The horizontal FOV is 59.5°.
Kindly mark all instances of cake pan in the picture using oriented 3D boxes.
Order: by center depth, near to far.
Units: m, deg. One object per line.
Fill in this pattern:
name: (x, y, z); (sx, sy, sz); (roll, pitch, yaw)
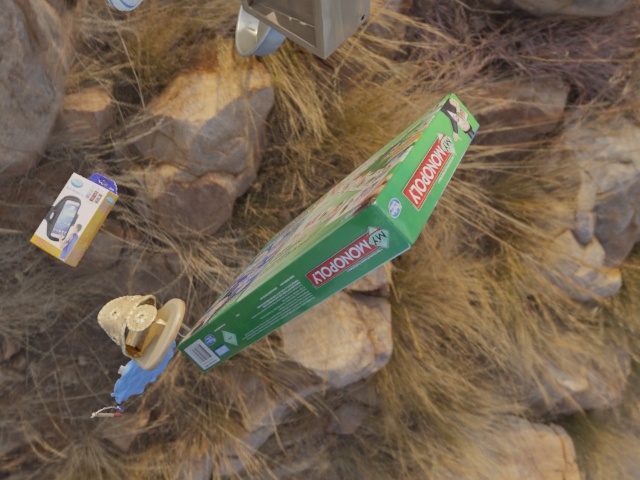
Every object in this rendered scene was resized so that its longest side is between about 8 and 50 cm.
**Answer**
cake pan: (-0.108, -0.550, 1.264); (0.054, 0.293, 0.293); (14, 109, -30)

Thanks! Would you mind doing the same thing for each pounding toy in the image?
pounding toy: (-0.040, -0.322, 0.559); (0.094, 0.181, 0.206); (-48, 161, -17)

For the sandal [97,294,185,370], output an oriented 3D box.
sandal: (-0.240, 0.108, 0.698); (0.079, 0.240, 0.088); (24, 70, -20)

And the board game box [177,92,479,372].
board game box: (0.000, 0.000, 0.562); (0.046, 0.213, 0.317); (47, 133, -8)

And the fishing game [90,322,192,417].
fishing game: (-0.396, 0.281, 1.244); (0.264, 0.041, 0.189); (-51, 166, -10)

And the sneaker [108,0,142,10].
sneaker: (-0.285, -0.390, 0.757); (0.091, 0.126, 0.240); (28, 146, -8)

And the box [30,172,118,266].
box: (-0.357, -0.039, 0.822); (0.136, 0.081, 0.028); (-63, 155, -8)
